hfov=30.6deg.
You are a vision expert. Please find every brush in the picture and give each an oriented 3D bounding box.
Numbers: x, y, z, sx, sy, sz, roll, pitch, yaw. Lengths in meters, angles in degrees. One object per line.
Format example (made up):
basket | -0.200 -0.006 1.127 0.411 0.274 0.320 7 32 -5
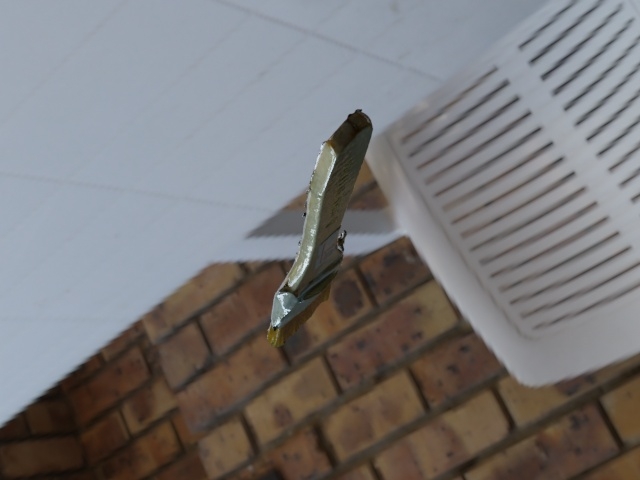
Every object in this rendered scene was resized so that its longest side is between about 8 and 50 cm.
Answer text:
brush | 0.000 0.000 0.875 0.085 0.020 0.336 -43 166 -22
